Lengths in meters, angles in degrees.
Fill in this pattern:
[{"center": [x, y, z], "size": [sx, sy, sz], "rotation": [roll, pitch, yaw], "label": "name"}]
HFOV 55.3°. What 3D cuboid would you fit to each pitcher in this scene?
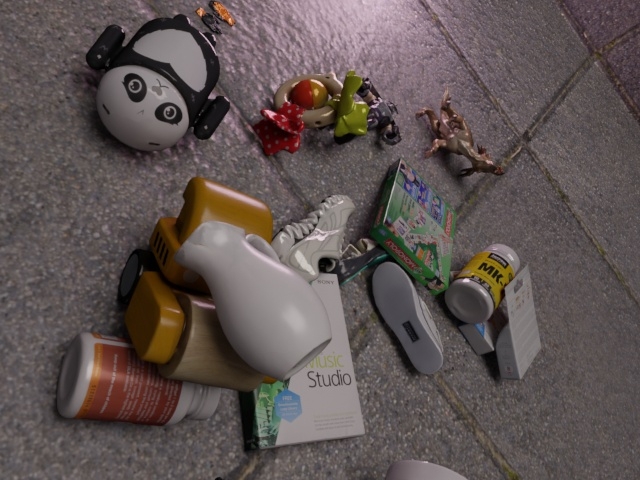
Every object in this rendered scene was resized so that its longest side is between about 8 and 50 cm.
[{"center": [-0.070, 0.071, 0.810], "size": [0.207, 0.125, 0.178], "rotation": [49, 24, 15], "label": "pitcher"}]

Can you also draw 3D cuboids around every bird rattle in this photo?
[{"center": [-0.024, -0.286, 1.339], "size": [0.143, 0.254, 0.206], "rotation": [70, 3, -48], "label": "bird rattle"}]

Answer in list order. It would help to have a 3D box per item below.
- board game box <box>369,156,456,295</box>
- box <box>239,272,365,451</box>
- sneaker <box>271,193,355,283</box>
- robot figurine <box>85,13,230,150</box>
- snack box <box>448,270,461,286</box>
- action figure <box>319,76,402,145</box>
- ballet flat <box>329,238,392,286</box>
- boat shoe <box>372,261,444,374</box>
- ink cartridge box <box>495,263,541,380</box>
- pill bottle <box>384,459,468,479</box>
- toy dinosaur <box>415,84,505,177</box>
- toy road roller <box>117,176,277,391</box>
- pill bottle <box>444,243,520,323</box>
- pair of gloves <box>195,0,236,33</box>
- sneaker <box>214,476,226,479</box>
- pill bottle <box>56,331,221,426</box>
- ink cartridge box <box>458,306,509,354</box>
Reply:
[{"center": [0.228, -0.043, 1.446], "size": [0.213, 0.046, 0.317], "rotation": [44, 34, -15], "label": "board game box"}, {"center": [-0.046, 0.211, 1.133], "size": [0.232, 0.058, 0.321], "rotation": [6, 63, -37], "label": "box"}, {"center": [0.000, 0.000, 1.218], "size": [0.118, 0.110, 0.292], "rotation": [42, 39, 6], "label": "sneaker"}, {"center": [-0.286, -0.290, 1.107], "size": [0.209, 0.173, 0.278], "rotation": [8, 52, 14], "label": "robot figurine"}, {"center": [0.390, 0.107, 1.566], "size": [0.178, 0.022, 0.064], "rotation": [-2, 70, -39], "label": "snack box"}, {"center": [0.119, -0.305, 1.506], "size": [0.185, 0.099, 0.285], "rotation": [53, 42, 7], "label": "action figure"}, {"center": [0.089, 0.034, 1.328], "size": [0.203, 0.074, 0.074], "rotation": [-25, 86, -42], "label": "ballet flat"}, {"center": [0.193, 0.167, 1.343], "size": [0.258, 0.095, 0.084], "rotation": [68, 19, 6], "label": "boat shoe"}, {"center": [0.478, 0.198, 1.504], "size": [0.189, 0.066, 0.232], "rotation": [-27, 104, -52], "label": "ink cartridge box"}, {"center": [0.133, 0.578, 0.974], "size": [0.229, 0.229, 0.407], "rotation": [42, 48, -16], "label": "pill bottle"}, {"center": [0.381, -0.285, 1.699], "size": [0.200, 0.127, 0.295], "rotation": [25, 42, -37], "label": "toy dinosaur"}, {"center": [-0.163, 0.050, 0.932], "size": [0.203, 0.329, 0.240], "rotation": [19, 103, -31], "label": "toy road roller"}, {"center": [0.397, 0.099, 1.480], "size": [0.119, 0.119, 0.208], "rotation": [54, 48, -4], "label": "pill bottle"}, {"center": [-0.234, -0.503, 1.374], "size": [0.074, 0.010, 0.083], "rotation": [46, 48, -12], "label": "pair of gloves"}, {"center": [-0.191, 0.419, 0.893], "size": [0.341, 0.125, 0.139], "rotation": [28, 26, -23], "label": "sneaker"}, {"center": [-0.264, 0.212, 0.909], "size": [0.216, 0.121, 0.121], "rotation": [17, 58, -32], "label": "pill bottle"}, {"center": [0.405, 0.207, 1.507], "size": [0.088, 0.052, 0.122], "rotation": [54, 45, -5], "label": "ink cartridge box"}]
